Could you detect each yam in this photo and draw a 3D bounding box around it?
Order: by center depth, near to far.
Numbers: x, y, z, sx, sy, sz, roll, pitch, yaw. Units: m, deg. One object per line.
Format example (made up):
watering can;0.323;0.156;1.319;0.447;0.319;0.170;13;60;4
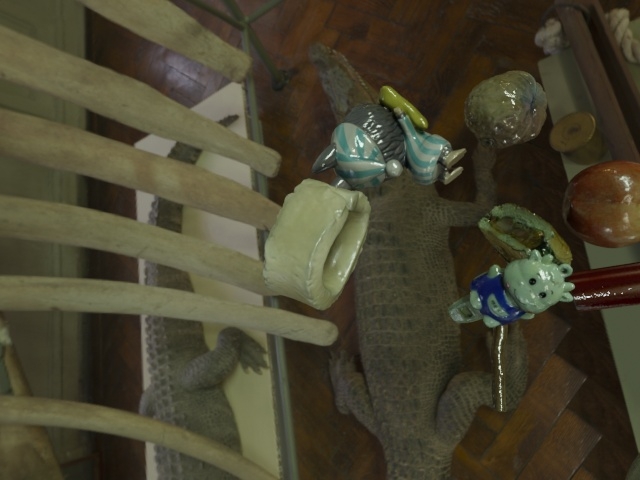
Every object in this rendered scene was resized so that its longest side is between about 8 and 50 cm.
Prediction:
yam;0.507;0.311;1.307;0.045;0.045;0.327;7;72;-1

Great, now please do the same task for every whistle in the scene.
whistle;0.316;0.094;0.792;0.110;0.092;0.244;54;136;0

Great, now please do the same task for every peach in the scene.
peach;0.818;-0.102;1.311;0.252;0.252;0.252;-6;80;36

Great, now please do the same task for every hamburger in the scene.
hamburger;0.622;0.020;1.379;0.132;0.211;0.309;-45;26;3

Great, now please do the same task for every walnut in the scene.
walnut;0.584;-0.414;1.476;0.248;0.248;0.248;-6;80;36

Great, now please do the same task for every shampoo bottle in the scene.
shampoo bottle;0.682;0.092;0.987;0.260;0.064;0.102;-15;114;33

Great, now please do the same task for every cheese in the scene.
cheese;0.002;0.000;1.173;0.153;0.292;0.332;17;71;22

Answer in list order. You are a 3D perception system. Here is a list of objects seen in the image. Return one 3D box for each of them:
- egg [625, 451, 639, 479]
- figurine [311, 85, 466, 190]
egg;0.845;0.545;0.990;0.336;0.278;0.278;-50;57;2
figurine;0.170;-0.218;1.399;0.377;0.266;0.361;-45;66;-4
